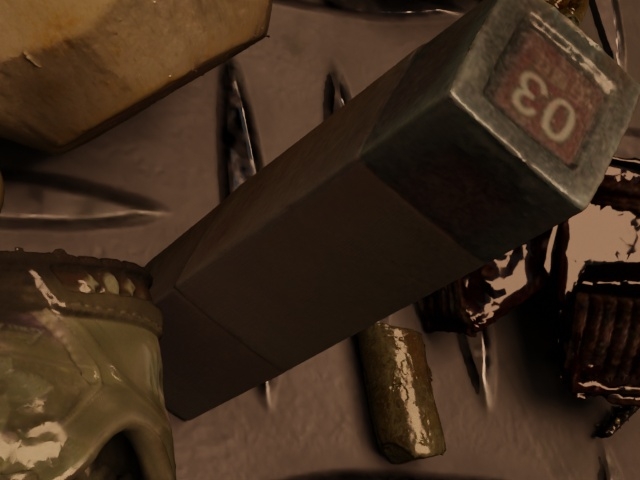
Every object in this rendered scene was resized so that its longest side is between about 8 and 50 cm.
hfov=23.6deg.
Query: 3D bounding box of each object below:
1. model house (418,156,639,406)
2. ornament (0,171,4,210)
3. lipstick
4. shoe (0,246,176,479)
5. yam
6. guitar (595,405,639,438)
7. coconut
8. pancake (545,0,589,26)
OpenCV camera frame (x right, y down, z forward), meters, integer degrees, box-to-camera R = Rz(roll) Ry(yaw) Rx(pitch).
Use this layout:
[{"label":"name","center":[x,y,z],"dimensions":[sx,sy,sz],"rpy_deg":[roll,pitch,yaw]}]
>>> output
[{"label":"model house","center":[0.155,0.018,1.012],"dimensions":[0.203,0.141,0.164],"rpy_deg":[13,86,-4]},{"label":"ornament","center":[-0.242,0.028,0.748],"dimensions":[0.245,0.061,0.230],"rpy_deg":[50,59,-30]},{"label":"lipstick","center":[0.000,0.000,0.752],"dimensions":[0.080,0.371,0.076],"rpy_deg":[38,57,-13]},{"label":"shoe","center":[-0.172,0.086,0.671],"dimensions":[0.293,0.109,0.149],"rpy_deg":[-2,66,-48]},{"label":"yam","center":[0.049,0.091,0.948],"dimensions":[0.043,0.043,0.094],"rpy_deg":[1,72,-31]},{"label":"guitar","center":[0.254,0.049,1.077],"dimensions":[0.025,0.088,0.233],"rpy_deg":[44,64,-9]},{"label":"coconut","center":[-0.139,-0.175,0.837],"dimensions":[0.241,0.241,0.241],"rpy_deg":[12,65,-27]},{"label":"pancake","center":[0.147,-0.214,1.144],"dimensions":[0.129,0.022,0.116],"rpy_deg":[5,68,-32]}]
